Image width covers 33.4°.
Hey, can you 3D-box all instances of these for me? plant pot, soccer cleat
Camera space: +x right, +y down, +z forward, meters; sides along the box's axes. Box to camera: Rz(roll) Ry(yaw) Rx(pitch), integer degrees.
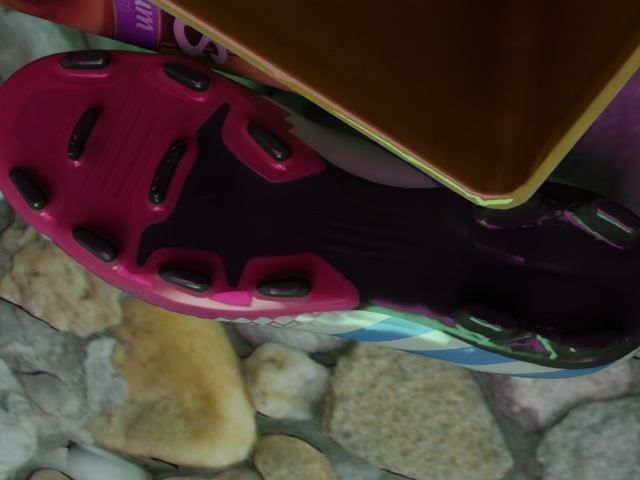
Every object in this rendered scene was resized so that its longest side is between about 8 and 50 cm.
[{"bbox_3d":[0.045,-0.181,0.356,0.212,0.187,0.212,31,128,-5],"label":"plant pot"},{"bbox_3d":[0.000,0.000,0.532,0.331,0.116,0.143,17,171,4],"label":"soccer cleat"}]

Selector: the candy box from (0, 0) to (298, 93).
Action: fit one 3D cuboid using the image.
[{"bbox_3d":[-0.073,-0.148,0.503,0.187,0.053,0.109,16,127,4],"label":"candy box"}]
